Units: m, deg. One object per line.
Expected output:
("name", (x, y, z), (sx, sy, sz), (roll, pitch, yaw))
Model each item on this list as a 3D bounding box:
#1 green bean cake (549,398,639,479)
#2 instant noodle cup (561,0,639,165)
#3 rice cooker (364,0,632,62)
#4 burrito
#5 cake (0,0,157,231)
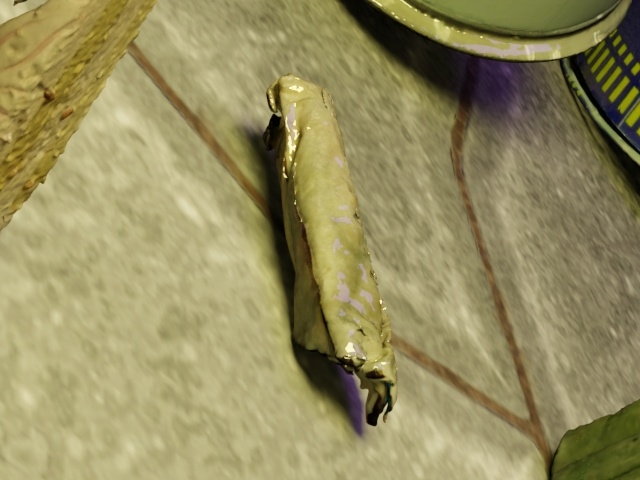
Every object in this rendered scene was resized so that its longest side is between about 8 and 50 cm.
("green bean cake", (0.188, 0.184, 0.911), (0.183, 0.094, 0.185), (52, 28, -15))
("instant noodle cup", (0.375, -0.192, 1.399), (0.284, 0.312, 0.284), (24, 31, -15))
("rice cooker", (0.116, -0.257, 1.094), (0.316, 0.316, 0.264), (12, 47, -60))
("burrito", (0.002, 0.000, 0.823), (0.051, 0.042, 0.171), (77, 2, -55))
("cake", (-0.092, -0.045, 0.591), (0.052, 0.121, 0.065), (-14, 80, -61))
